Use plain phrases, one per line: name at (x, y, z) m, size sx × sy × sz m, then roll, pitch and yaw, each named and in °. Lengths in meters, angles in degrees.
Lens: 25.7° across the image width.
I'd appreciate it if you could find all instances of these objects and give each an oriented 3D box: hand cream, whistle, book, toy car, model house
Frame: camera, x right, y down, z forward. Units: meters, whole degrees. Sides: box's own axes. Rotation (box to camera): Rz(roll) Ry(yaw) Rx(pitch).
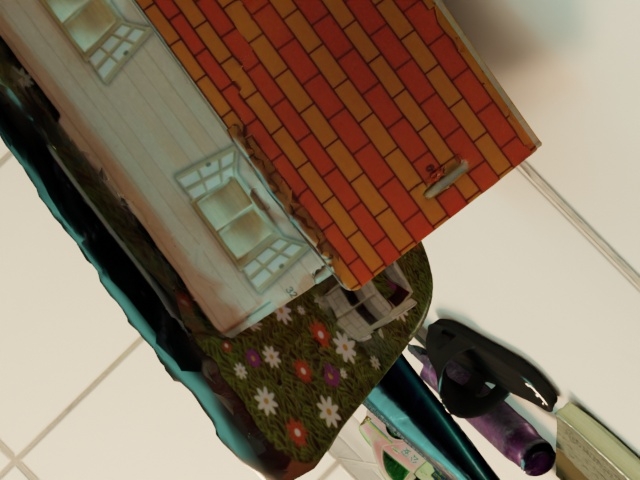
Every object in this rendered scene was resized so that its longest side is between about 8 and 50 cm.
hand cream at (0.079, 0.144, 1.144) m, size 0.270 × 0.061 × 0.120 m, roll 48°, pitch -179°, yaw 10°
whistle at (0.117, 0.122, 1.054) m, size 0.033 × 0.033 × 0.176 m, roll 52°, pitch 174°, yaw -36°
book at (0.217, 0.184, 0.969) m, size 0.138 × 0.016 × 0.199 m, roll 42°, pitch 170°, yaw 21°
toy car at (0.129, 0.268, 1.540) m, size 0.224 × 0.076 × 0.090 m, roll 40°, pitch 168°, yaw 34°
model house at (-0.013, -0.085, 0.569) m, size 0.294 × 0.154 × 0.207 m, roll 55°, pitch -147°, yaw -5°

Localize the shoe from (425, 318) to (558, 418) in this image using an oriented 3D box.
shoe at (0.107, 0.099, 0.986) m, size 0.062 × 0.053 × 0.159 m, roll 45°, pitch 169°, yaw -22°

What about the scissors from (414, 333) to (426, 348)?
scissors at (0.000, 0.000, 1.143) m, size 0.248 × 0.017 × 0.144 m, roll 47°, pitch 171°, yaw -20°
